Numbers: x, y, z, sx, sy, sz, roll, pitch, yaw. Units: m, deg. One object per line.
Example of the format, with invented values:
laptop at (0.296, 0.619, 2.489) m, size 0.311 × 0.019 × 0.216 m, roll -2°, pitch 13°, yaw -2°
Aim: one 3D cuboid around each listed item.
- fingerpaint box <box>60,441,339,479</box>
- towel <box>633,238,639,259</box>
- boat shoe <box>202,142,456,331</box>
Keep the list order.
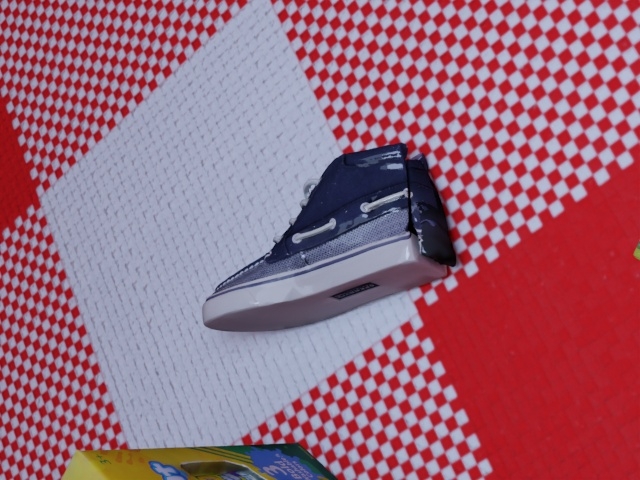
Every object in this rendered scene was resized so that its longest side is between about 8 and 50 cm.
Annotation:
fingerpaint box at (-0.030, 0.401, 1.407) m, size 0.445 × 0.371 × 0.163 m, roll 38°, pitch 108°, yaw 35°
towel at (0.410, -0.067, 1.344) m, size 0.102 × 0.021 × 0.237 m, roll 30°, pitch 102°, yaw 31°
boat shoe at (0.000, 0.000, 1.602) m, size 0.341 × 0.127 × 0.158 m, roll -18°, pitch 67°, yaw 27°
